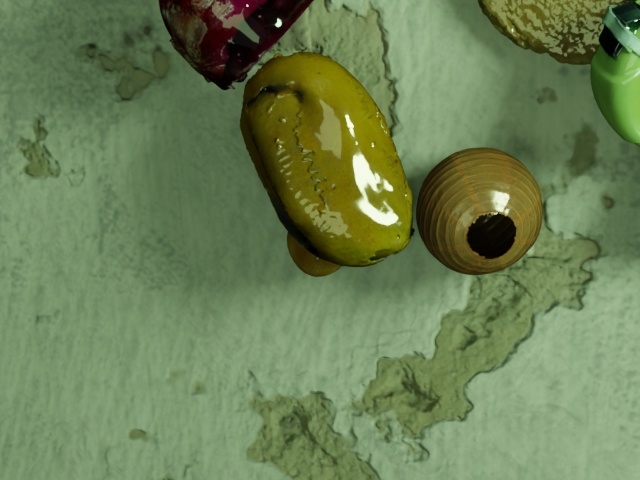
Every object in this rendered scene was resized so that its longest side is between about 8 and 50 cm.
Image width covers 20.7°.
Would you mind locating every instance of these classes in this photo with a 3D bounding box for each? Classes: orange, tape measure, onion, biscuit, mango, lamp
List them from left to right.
[{"bbox_3d":[-0.068,-0.268,1.819,0.140,0.195,0.218,45,91,1],"label":"onion"},{"bbox_3d":[0.000,0.000,1.938,0.085,0.085,0.085,7,111,18],"label":"orange"},{"bbox_3d":[0.012,-0.087,1.852,0.156,0.151,0.249,-45,70,43],"label":"mango"},{"bbox_3d":[0.166,-0.031,1.834,0.136,0.136,0.136,7,111,18],"label":"lamp"},{"bbox_3d":[0.250,-0.287,1.756,0.226,0.042,0.226,8,113,19],"label":"biscuit"},{"bbox_3d":[0.350,-0.171,1.707,0.175,0.106,0.200,-24,125,1],"label":"tape measure"}]
